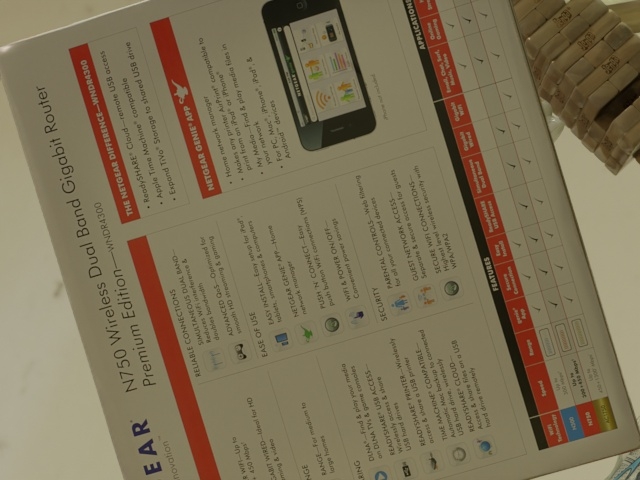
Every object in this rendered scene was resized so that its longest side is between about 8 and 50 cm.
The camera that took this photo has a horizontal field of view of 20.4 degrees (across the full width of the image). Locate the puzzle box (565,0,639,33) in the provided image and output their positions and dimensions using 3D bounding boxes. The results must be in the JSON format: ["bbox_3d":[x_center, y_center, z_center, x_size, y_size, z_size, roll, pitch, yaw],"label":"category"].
[{"bbox_3d":[0.382,-0.341,1.969,0.408,0.272,0.052,-7,-43,19],"label":"puzzle box"}]

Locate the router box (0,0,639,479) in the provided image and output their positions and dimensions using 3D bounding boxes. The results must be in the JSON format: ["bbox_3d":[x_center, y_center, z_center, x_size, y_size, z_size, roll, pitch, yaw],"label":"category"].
[{"bbox_3d":[0.000,0.000,1.065,0.301,0.336,0.082,-16,1,6],"label":"router box"}]

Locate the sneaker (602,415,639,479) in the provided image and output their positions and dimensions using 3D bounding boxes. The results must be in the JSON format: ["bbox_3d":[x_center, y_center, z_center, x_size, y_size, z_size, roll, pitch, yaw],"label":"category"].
[{"bbox_3d":[0.319,0.253,1.698,0.110,0.283,0.122,42,8,-14],"label":"sneaker"}]

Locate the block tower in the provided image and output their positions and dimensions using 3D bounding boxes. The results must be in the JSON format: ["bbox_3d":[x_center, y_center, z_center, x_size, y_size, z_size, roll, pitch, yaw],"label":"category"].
[{"bbox_3d":[0.231,-0.213,1.794,0.335,0.091,0.097,46,-16,10],"label":"block tower"}]

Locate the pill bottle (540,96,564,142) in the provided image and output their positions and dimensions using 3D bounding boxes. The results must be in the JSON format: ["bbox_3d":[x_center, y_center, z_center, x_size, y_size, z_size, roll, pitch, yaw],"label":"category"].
[{"bbox_3d":[0.187,-0.122,1.666,0.083,0.043,0.043,39,-20,19],"label":"pill bottle"}]
